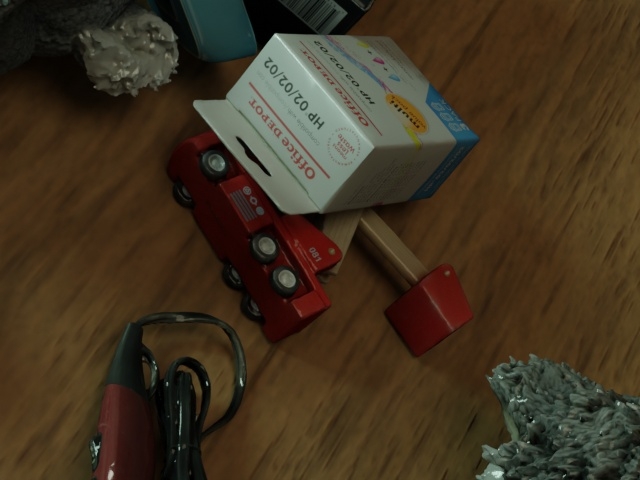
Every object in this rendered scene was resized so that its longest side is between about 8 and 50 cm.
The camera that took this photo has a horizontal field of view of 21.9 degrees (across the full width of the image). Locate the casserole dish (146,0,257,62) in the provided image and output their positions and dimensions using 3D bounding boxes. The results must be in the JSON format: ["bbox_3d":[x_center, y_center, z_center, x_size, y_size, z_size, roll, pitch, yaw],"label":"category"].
[{"bbox_3d":[-0.097,-0.189,1.055,0.037,0.188,0.114,-31,40,-13],"label":"casserole dish"}]

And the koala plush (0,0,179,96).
[{"bbox_3d":[-0.192,-0.164,0.989,0.196,0.203,0.221,50,28,16],"label":"koala plush"}]

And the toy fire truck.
[{"bbox_3d":[0.000,0.000,1.080,0.135,0.047,0.192,-24,79,-39],"label":"toy fire truck"}]

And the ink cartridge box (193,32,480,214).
[{"bbox_3d":[0.014,-0.078,1.072,0.104,0.061,0.181,50,28,18],"label":"ink cartridge box"}]

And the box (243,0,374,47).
[{"bbox_3d":[-0.052,-0.270,1.159,0.261,0.103,0.184,40,53,-7],"label":"box"}]

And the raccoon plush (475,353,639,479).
[{"bbox_3d":[0.200,0.175,0.886,0.216,0.446,0.299,13,71,-11],"label":"raccoon plush"}]

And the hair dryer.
[{"bbox_3d":[-0.117,0.169,0.916,0.293,0.080,0.223,-17,59,-43],"label":"hair dryer"}]
